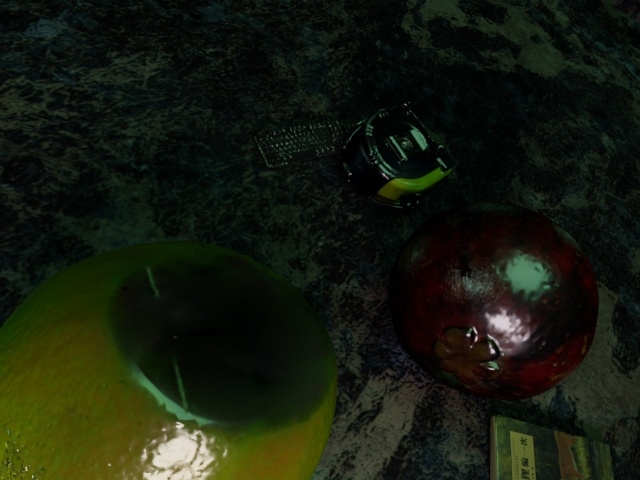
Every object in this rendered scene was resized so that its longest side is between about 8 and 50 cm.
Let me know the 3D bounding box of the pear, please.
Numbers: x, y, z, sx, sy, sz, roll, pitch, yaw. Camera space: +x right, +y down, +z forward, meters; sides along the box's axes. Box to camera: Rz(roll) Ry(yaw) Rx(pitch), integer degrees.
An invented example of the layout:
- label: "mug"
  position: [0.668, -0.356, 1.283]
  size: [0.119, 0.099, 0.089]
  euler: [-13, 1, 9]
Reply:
- label: "pear"
  position: [-0.136, 0.134, 0.514]
  size: [0.398, 0.165, 0.399]
  euler: [22, 40, -20]

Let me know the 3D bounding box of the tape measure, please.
- label: "tape measure"
  position: [0.140, -0.152, 0.900]
  size: [0.186, 0.112, 0.199]
  euler: [-33, 83, -31]

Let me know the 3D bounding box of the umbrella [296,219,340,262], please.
- label: "umbrella"
  position: [0.002, 0.001, 0.813]
  size: [0.022, 0.013, 0.122]
  euler: [30, 52, 22]

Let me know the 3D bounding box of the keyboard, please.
- label: "keyboard"
  position: [-0.011, -0.190, 0.914]
  size: [0.230, 0.023, 0.072]
  euler: [-17, 72, -31]

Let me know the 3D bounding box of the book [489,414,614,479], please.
- label: "book"
  position: [0.359, 0.373, 0.741]
  size: [0.228, 0.024, 0.160]
  euler: [19, 58, -13]

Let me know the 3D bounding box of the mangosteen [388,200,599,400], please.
- label: "mangosteen"
  position: [0.247, 0.082, 0.714]
  size: [0.310, 0.311, 0.312]
  euler: [11, 58, -18]
